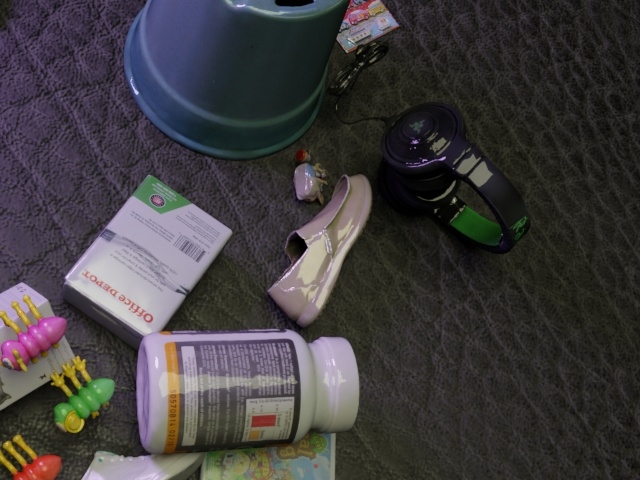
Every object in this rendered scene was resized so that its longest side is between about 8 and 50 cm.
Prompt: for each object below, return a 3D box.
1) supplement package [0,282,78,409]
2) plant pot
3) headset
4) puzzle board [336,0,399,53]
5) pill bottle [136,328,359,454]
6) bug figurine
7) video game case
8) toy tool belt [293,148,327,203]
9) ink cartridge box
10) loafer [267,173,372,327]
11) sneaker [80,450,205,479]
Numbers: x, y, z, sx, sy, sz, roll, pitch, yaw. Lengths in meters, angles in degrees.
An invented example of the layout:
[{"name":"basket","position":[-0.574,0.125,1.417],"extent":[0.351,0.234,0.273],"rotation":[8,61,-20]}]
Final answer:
[{"name":"supplement package","position":[-0.428,0.150,1.240],"extent":[0.179,0.105,0.105],"rotation":[-33,119,-26]},{"name":"plant pot","position":[-0.109,-0.346,1.447],"extent":[0.341,0.334,0.341],"rotation":[6,67,-15]},{"name":"headset","position":[0.177,-0.147,1.506],"extent":[0.394,0.243,0.185],"rotation":[40,78,12]},{"name":"puzzle board","position":[0.067,-0.396,1.707],"extent":[0.128,0.011,0.096],"rotation":[-32,80,-26]},{"name":"pill bottle","position":[-0.099,0.199,1.287],"extent":[0.278,0.162,0.162],"rotation":[1,68,-17]},{"name":"bug figurine","position":[-0.372,0.201,1.182],"extent":[0.216,0.072,0.279],"rotation":[-42,124,-22]},{"name":"video game case","position":[-0.072,0.276,1.370],"extent":[0.193,0.023,0.212],"rotation":[8,66,-15]},{"name":"toy tool belt","position":[-0.015,-0.102,1.541],"extent":[0.051,0.052,0.083],"rotation":[16,63,-46]},{"name":"ink cartridge box","position":[-0.249,0.035,1.378],"extent":[0.153,0.087,0.208],"rotation":[36,61,-1]},{"name":"loafer","position":[0.000,0.000,1.466],"extent":[0.092,0.102,0.268],"rotation":[28,63,-11]},{"name":"sneaker","position":[-0.258,0.311,1.270],"extent":[0.212,0.080,0.094],"rotation":[-26,66,-24]}]
